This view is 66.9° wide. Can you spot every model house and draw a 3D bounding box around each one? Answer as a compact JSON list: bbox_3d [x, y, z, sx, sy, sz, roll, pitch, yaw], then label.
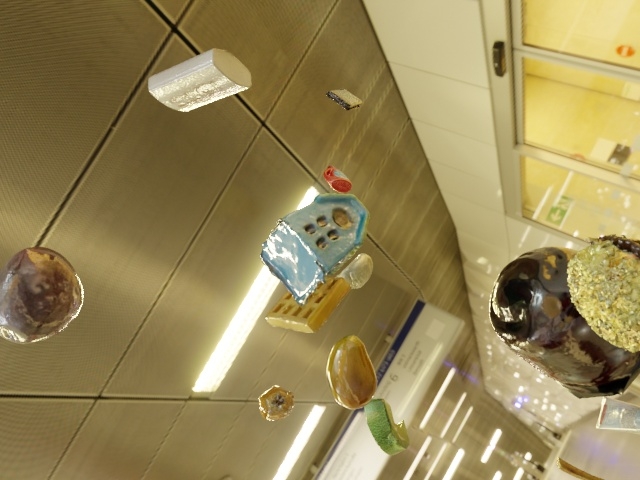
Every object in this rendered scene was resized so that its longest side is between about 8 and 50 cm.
[{"bbox_3d":[0.000,0.000,1.425,0.303,0.215,0.237,-40,-7,-36],"label":"model house"}]

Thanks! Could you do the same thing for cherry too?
[{"bbox_3d":[-0.673,0.134,1.151,0.213,0.183,0.266,-87,4,-54],"label":"cherry"}]

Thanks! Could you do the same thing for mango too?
[{"bbox_3d":[0.067,0.302,1.104,0.111,0.163,0.089,-24,2,-10],"label":"mango"}]

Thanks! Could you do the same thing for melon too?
[{"bbox_3d":[0.201,0.549,1.411,0.209,0.064,0.118,49,-155,-39],"label":"melon"}]

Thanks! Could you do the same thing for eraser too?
[{"bbox_3d":[-0.372,-0.488,1.492,0.174,0.269,0.095,16,-111,-59],"label":"eraser"}]

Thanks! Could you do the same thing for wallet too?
[{"bbox_3d":[0.096,-0.547,1.873,0.031,0.110,0.198,-55,-4,26],"label":"wallet"}]

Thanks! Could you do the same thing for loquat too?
[{"bbox_3d":[-0.153,0.568,1.694,0.137,0.137,0.113,27,-125,-62],"label":"loquat"}]

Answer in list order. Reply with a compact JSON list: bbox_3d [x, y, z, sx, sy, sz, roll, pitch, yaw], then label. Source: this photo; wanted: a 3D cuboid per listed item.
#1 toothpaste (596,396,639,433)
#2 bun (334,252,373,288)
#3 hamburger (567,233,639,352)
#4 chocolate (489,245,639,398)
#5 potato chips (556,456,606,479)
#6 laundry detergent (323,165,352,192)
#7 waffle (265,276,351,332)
[{"bbox_3d":[0.763,0.437,1.194,0.234,0.057,0.090,121,172,-76],"label":"toothpaste"},{"bbox_3d":[0.142,0.140,1.958,0.183,0.102,0.183,-42,-8,-7],"label":"bun"},{"bbox_3d":[0.555,0.106,0.880,0.138,0.262,0.243,-29,1,-3],"label":"hamburger"},{"bbox_3d":[0.626,0.200,1.288,0.331,0.383,0.384,16,-78,-28],"label":"chocolate"},{"bbox_3d":[0.594,0.514,1.049,0.026,0.203,0.037,125,163,-48],"label":"potato chips"},{"bbox_3d":[0.050,-0.226,1.720,0.097,0.165,0.049,14,-66,-24],"label":"laundry detergent"},{"bbox_3d":[-0.045,0.212,1.654,0.221,0.247,0.055,-47,-61,-33],"label":"waffle"}]
